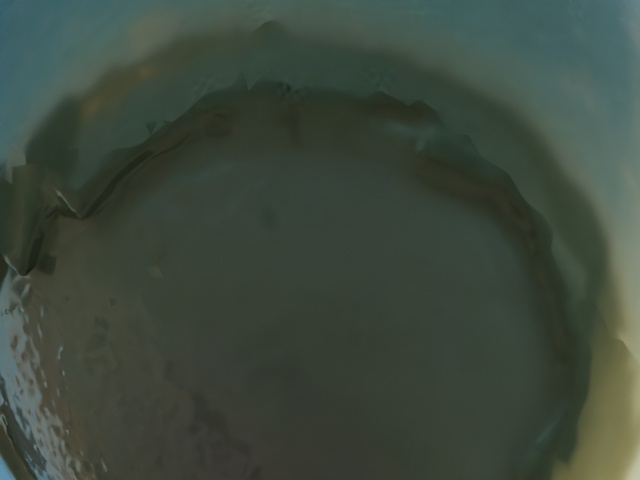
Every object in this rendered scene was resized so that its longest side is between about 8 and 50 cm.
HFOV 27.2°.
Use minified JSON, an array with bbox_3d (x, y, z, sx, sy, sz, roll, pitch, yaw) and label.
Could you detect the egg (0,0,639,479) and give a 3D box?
[{"bbox_3d":[0.000,0.000,0.474,0.278,0.336,0.278,-6,-52,-8],"label":"egg"}]
